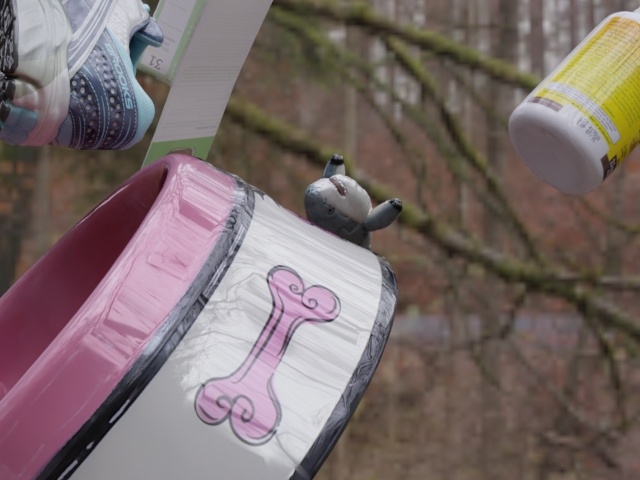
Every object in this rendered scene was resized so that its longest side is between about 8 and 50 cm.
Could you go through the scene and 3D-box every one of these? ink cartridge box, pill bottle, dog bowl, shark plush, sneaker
[{"bbox_3d":[-0.136,-0.169,1.693,0.056,0.235,0.171,29,14,14],"label":"ink cartridge box"},{"bbox_3d":[0.301,-0.154,1.701,0.215,0.117,0.117,-45,10,-19],"label":"pill bottle"},{"bbox_3d":[-0.147,0.116,1.007,0.150,0.408,0.408,43,-19,-12],"label":"dog bowl"},{"bbox_3d":[0.000,0.000,1.295,0.067,0.073,0.161,-35,-17,-35],"label":"shark plush"},{"bbox_3d":[-0.179,-0.161,1.163,0.122,0.283,0.110,15,-47,-26],"label":"sneaker"}]
